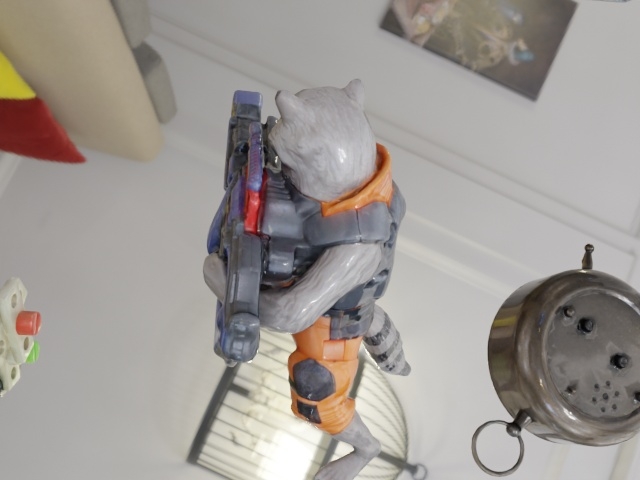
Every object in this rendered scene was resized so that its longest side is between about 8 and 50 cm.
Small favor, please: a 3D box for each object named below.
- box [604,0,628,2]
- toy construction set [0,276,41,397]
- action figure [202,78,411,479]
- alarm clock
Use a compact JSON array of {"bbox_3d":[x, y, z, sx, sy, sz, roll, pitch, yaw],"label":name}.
[{"bbox_3d":[0.236,-0.346,0.455,0.396,0.212,0.293,-23,122,-29],"label":"box"},{"bbox_3d":[-0.482,0.102,0.853,0.151,0.328,0.215,-49,145,-67],"label":"toy construction set"},{"bbox_3d":[0.000,0.000,0.592,0.330,0.179,0.341,90,-4,-45],"label":"action figure"},{"bbox_3d":[0.182,0.100,0.507,0.192,0.129,0.064,-42,180,-15],"label":"alarm clock"}]
